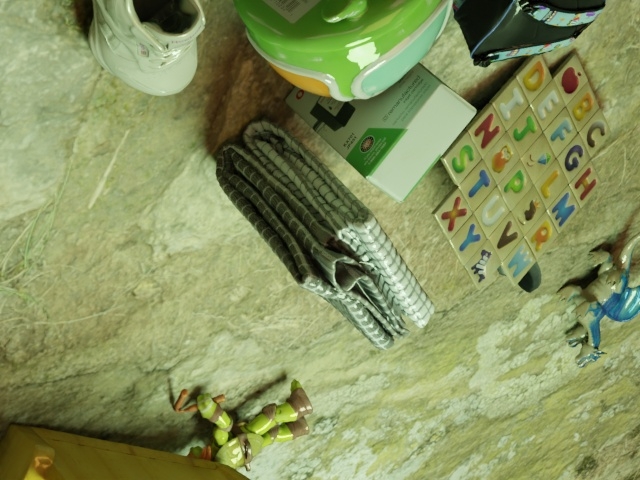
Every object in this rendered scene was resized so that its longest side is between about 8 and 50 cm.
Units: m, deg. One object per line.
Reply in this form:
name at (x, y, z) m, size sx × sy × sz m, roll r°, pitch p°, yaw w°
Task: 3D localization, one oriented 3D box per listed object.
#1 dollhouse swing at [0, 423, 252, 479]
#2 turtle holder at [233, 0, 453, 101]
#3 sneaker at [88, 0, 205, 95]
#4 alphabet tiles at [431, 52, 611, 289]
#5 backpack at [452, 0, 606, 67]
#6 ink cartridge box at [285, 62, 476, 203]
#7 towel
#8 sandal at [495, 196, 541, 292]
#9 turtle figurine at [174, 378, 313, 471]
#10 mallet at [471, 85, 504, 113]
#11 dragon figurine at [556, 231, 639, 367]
dollhouse swing at (-0.259, 0.429, 1.906) m, size 0.347 × 0.305 × 0.315 m, roll 17°, pitch 112°, yaw -32°
turtle holder at (0.045, -0.311, 1.665) m, size 0.227 × 0.243 × 0.320 m, roll 65°, pitch 41°, yaw -56°
sneaker at (-0.187, -0.232, 1.556) m, size 0.114 × 0.152 × 0.305 m, roll -39°, pitch 154°, yaw -10°
alphabet tiles at (0.304, -0.103, 2.104) m, size 0.342 × 0.011 × 0.285 m, roll -48°, pitch 130°, yaw -18°
backpack at (0.282, -0.316, 1.887) m, size 0.173 × 0.117 × 0.158 m, roll -8°, pitch 154°, yaw -30°
ink cartridge box at (0.071, -0.170, 1.797) m, size 0.087 × 0.208 × 0.153 m, roll 30°, pitch 101°, yaw -45°
towel at (0.000, 0.000, 1.823) m, size 0.121 × 0.283 × 0.235 m, roll -40°, pitch 138°, yaw -3°
sandal at (0.265, -0.008, 2.185) m, size 0.054 × 0.097 × 0.254 m, roll -40°, pitch 129°, yaw -6°
turtle figurine at (-0.117, 0.289, 2.120) m, size 0.217 × 0.087 × 0.269 m, roll -25°, pitch 136°, yaw -21°
mallet at (0.197, -0.180, 2.026) m, size 0.190 × 0.039 × 0.062 m, roll -37°, pitch 137°, yaw -15°
dragon figurine at (0.505, 0.087, 2.457) m, size 0.144 × 0.085 × 0.289 m, roll 26°, pitch 106°, yaw -48°
